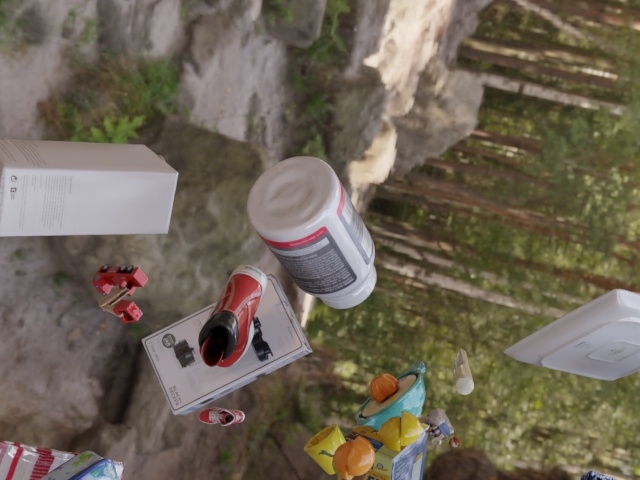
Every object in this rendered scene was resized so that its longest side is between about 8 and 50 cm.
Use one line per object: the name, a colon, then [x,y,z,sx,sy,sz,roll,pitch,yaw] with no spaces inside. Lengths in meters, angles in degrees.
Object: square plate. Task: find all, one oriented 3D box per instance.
square plate: [0.645,0.227,1.906,0.347,0.344,0.049,-42,-138,46]

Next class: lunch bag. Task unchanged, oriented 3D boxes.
lunch bag: [-0.468,0.541,1.686,0.176,0.090,0.219,-27,117,-45]

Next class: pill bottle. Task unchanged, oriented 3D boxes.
pill bottle: [0.000,0.000,1.639,0.318,0.176,0.176,57,42,-51]

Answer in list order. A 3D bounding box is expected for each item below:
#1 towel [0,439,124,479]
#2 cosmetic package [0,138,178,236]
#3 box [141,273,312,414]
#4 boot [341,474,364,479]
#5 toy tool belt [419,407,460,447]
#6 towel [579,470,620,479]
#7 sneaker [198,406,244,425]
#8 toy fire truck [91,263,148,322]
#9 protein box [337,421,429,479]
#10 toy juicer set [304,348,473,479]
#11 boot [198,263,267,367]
towel: [-0.588,0.555,1.807,0.037,0.329,0.237,-7,-113,57]
cosmetic package: [-0.512,-0.114,1.824,0.197,0.366,0.155,37,-60,50]
box: [-0.181,0.207,1.699,0.169,0.290,0.087,62,0,15]
boot: [0.036,0.467,1.513,0.118,0.042,0.087,-45,157,-36]
toy tool belt: [0.229,0.370,1.672,0.051,0.083,0.052,-35,160,19]
towel: [0.529,0.580,1.715,0.336,0.040,0.243,31,82,-58]
sneaker: [-0.254,0.436,2.137,0.067,0.118,0.042,26,61,-73]
toy fire truck: [-0.471,0.121,2.004,0.047,0.192,0.135,58,47,-37]
protein box: [0.148,0.542,2.056,0.200,0.136,0.201,-24,123,-55]
toy juicer set: [0.125,0.258,1.390,0.329,0.089,0.209,-36,-178,-11]
boot: [-0.173,0.177,1.479,0.176,0.088,0.244,-65,178,-46]
